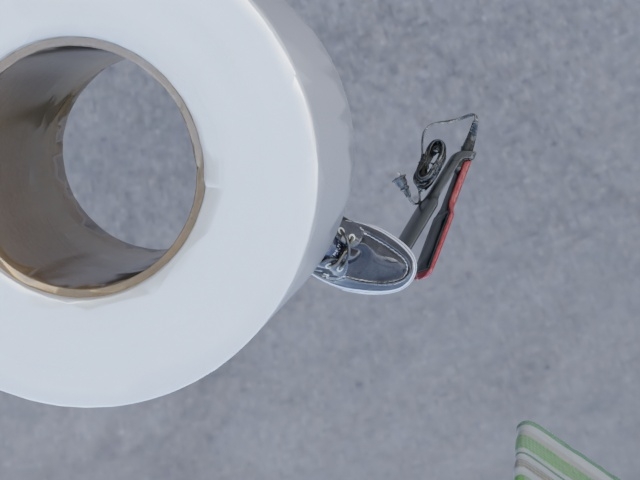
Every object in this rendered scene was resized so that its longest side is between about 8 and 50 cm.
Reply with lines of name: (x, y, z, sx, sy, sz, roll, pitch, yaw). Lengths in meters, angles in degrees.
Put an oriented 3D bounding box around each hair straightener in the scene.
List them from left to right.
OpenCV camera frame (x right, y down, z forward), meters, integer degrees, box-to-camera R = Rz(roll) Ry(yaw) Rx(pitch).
hair straightener: (0.138, -0.069, 1.623, 0.089, 0.230, 0.047, 32, 162, -18)

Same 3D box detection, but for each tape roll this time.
tape roll: (-0.110, -0.045, 0.719, 0.246, 0.246, 0.169, -21, -177, 10)

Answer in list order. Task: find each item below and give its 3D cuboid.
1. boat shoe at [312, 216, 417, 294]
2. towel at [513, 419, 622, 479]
boat shoe: (0.000, 0.000, 1.385, 0.228, 0.076, 0.080, 25, 91, -8)
towel: (0.176, 0.180, 0.885, 0.113, 0.152, 0.023, 34, 105, 4)
